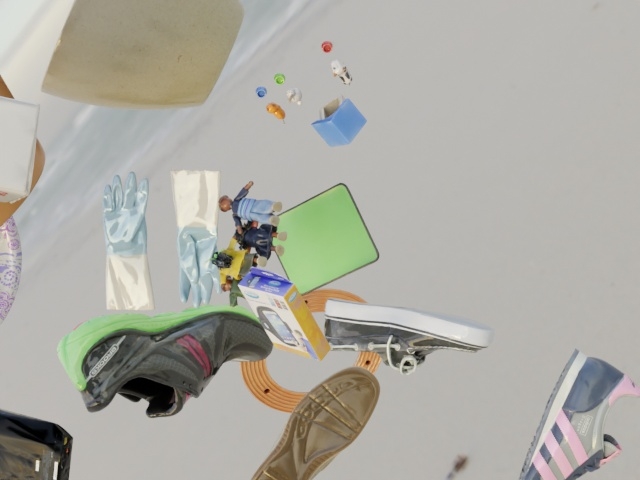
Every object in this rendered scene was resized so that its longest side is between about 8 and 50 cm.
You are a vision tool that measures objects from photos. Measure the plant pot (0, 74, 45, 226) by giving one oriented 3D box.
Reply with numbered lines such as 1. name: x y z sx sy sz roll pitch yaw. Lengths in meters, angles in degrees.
1. plant pot: -0.467 -0.110 1.337 0.290 0.203 0.291 -28 33 20

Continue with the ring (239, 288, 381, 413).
1. ring: -0.018 0.246 2.525 0.337 0.336 0.032 -49 31 13

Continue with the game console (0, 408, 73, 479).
1. game console: -0.533 0.460 1.893 0.044 0.213 0.362 -25 -54 -71

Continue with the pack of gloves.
1. pack of gloves: -0.254 -0.003 1.844 0.046 0.195 0.232 -75 -15 -79

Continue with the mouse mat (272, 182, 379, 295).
1. mouse mat: 0.000 0.000 2.004 0.189 0.153 0.007 -26 -2 29

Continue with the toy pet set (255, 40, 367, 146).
1. toy pet set: -0.005 -0.175 1.466 0.122 0.114 0.065 -33 27 17

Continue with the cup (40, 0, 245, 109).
1. cup: -0.256 -0.333 1.739 0.331 0.236 0.331 -61 14 26

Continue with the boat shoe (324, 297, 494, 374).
1. boat shoe: 0.131 0.159 1.786 0.306 0.113 0.105 6 89 32

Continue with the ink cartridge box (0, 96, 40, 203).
1. ink cartridge box: -0.394 -0.102 1.091 0.160 0.219 0.093 178 101 -67

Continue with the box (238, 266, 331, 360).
1. box: -0.047 0.090 1.399 0.081 0.136 0.028 11 53 41

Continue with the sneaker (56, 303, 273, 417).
1. sneaker: -0.287 0.241 2.196 0.482 0.202 0.185 -4 -18 -42

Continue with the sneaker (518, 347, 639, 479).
1. sneaker: 0.385 0.335 1.728 0.112 0.131 0.319 -16 -53 -74

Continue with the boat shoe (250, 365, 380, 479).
1. boat shoe: -0.019 0.367 2.099 0.341 0.121 0.110 -49 -2 4

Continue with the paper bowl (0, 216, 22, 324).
1. paper bowl: -0.589 0.030 1.628 0.148 0.284 0.284 6 54 39

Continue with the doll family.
1. doll family: -0.120 0.006 1.763 0.111 0.076 0.193 12 79 38
